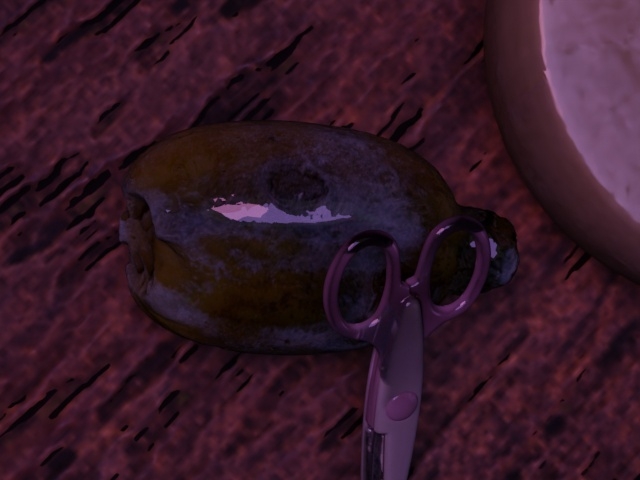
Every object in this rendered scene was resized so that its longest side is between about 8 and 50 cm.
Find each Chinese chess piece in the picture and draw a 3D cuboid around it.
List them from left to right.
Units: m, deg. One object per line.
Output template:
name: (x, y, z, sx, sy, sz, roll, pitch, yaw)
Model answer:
Chinese chess piece: (0.212, -0.100, 0.923, 0.273, 0.102, 0.273, 0, 87, -7)

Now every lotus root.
lotus root: (0.000, 0.000, 0.900, 0.192, 0.088, 0.113, 2, 108, -6)

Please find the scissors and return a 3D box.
scissors: (0.035, 0.068, 0.887, 0.085, 0.022, 0.176, -11, 124, -25)
